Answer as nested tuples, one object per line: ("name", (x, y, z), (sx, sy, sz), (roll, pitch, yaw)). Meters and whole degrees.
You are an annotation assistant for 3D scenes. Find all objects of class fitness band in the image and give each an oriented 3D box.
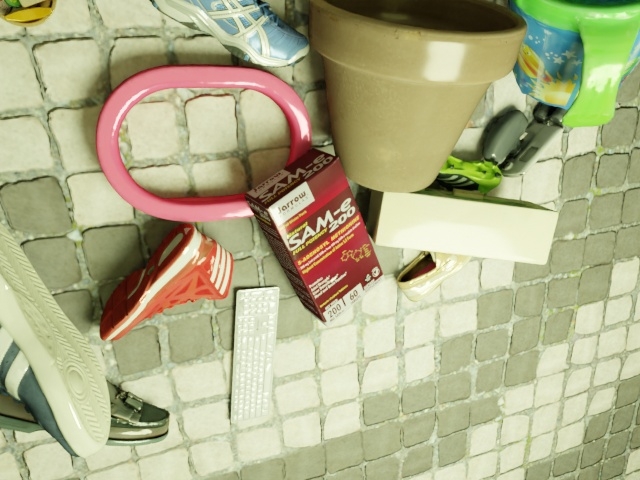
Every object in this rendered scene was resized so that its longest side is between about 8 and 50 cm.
("fitness band", (-0.152, -0.132, 0.676), (0.290, 0.054, 0.209), (-6, 111, -18))

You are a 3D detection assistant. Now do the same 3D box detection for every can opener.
("can opener", (0.386, -0.226, 0.816), (0.095, 0.076, 0.283), (39, 93, -27))

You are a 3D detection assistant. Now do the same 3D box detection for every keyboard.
("keyboard", (-0.113, 0.198, 0.834), (0.072, 0.014, 0.256), (-1, 110, -19))

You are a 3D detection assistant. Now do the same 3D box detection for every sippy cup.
("sippy cup", (0.364, -0.313, 0.677), (0.305, 0.240, 0.224), (-46, 154, -9))

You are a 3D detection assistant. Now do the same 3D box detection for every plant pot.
("plant pot", (0.104, -0.195, 0.654), (0.262, 0.263, 0.229), (-5, 128, -17))

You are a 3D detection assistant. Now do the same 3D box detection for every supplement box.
("supplement box", (0.000, 0.000, 0.734), (0.130, 0.073, 0.240), (-38, 127, -17))

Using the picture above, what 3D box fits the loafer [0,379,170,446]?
("loafer", (-0.352, 0.241, 0.726), (0.267, 0.096, 0.084), (16, 92, -20))

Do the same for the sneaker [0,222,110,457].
("sneaker", (-0.412, 0.145, 0.633), (0.148, 0.131, 0.350), (-28, 96, -5))

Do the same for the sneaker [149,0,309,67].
("sneaker", (-0.103, -0.287, 0.608), (0.211, 0.080, 0.081), (17, 134, -26))

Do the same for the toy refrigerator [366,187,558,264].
("toy refrigerator", (0.216, -0.034, 0.774), (0.269, 0.102, 0.094), (6, 104, -5))

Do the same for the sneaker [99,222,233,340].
("sneaker", (-0.214, 0.086, 0.719), (0.221, 0.087, 0.128), (-42, 130, 16))

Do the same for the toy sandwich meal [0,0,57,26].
("toy sandwich meal", (-0.345, -0.289, 0.564), (0.085, 0.029, 0.086), (-6, 111, -17))

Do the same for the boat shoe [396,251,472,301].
("boat shoe", (0.204, 0.034, 0.855), (0.170, 0.063, 0.059), (-45, 123, 2))

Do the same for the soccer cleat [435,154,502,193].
("soccer cleat", (0.210, -0.112, 0.807), (0.178, 0.060, 0.072), (13, 147, -10))
